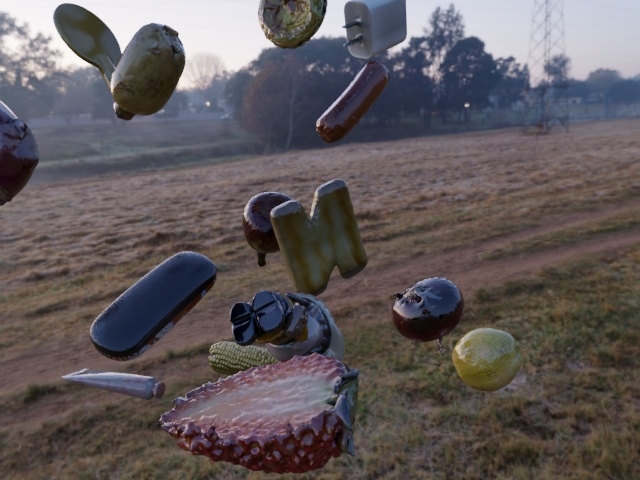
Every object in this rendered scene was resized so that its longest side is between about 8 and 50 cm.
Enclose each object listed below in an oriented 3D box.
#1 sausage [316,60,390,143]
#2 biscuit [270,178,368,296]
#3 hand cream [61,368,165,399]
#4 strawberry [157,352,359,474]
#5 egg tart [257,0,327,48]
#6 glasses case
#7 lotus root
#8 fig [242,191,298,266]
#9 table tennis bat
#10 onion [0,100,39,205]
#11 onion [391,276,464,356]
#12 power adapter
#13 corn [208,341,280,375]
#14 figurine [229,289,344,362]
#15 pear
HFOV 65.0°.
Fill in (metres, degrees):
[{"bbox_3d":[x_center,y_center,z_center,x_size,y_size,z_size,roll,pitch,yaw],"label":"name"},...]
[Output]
[{"bbox_3d":[0.110,-0.427,1.541,0.102,0.102,0.330,12,59,51],"label":"sausage"},{"bbox_3d":[0.000,0.000,1.355,0.237,0.291,0.062,-29,30,-19],"label":"biscuit"},{"bbox_3d":[-0.404,0.278,0.995,0.209,0.043,0.067,5,4,16],"label":"hand cream"},{"bbox_3d":[-0.083,0.287,0.800,0.306,0.138,0.233,-10,13,9],"label":"strawberry"},{"bbox_3d":[-0.076,-0.692,1.511,0.241,0.241,0.106,3,2,29],"label":"egg tart"},{"bbox_3d":[-0.298,0.112,0.925,0.103,0.067,0.267,24,45,20],"label":"glasses case"},{"bbox_3d":[-0.467,-0.442,1.350,0.160,0.284,0.146,18,30,-50],"label":"lotus root"},{"bbox_3d":[-0.151,-0.001,1.526,0.190,0.290,0.191,10,29,-6],"label":"fig"},{"bbox_3d":[-0.634,-0.536,1.437,0.050,0.321,0.198,-29,1,27],"label":"table tennis bat"},{"bbox_3d":[-0.649,-0.187,0.923,0.206,0.207,0.216,-7,-15,9],"label":"onion"},{"bbox_3d":[0.405,0.272,1.837,0.273,0.285,0.273,-29,19,12],"label":"onion"},{"bbox_3d":[0.170,-0.732,1.709,0.255,0.187,0.124,-35,42,-30],"label":"power adapter"},{"bbox_3d":[-0.204,0.353,1.456,0.310,0.101,0.101,3,14,25],"label":"corn"},{"bbox_3d":[-0.080,0.183,1.143,0.185,0.332,0.204,-26,50,11],"label":"figurine"},{"bbox_3d":[0.442,0.308,1.324,0.178,0.178,0.178,-4,13,1],"label":"pear"}]
